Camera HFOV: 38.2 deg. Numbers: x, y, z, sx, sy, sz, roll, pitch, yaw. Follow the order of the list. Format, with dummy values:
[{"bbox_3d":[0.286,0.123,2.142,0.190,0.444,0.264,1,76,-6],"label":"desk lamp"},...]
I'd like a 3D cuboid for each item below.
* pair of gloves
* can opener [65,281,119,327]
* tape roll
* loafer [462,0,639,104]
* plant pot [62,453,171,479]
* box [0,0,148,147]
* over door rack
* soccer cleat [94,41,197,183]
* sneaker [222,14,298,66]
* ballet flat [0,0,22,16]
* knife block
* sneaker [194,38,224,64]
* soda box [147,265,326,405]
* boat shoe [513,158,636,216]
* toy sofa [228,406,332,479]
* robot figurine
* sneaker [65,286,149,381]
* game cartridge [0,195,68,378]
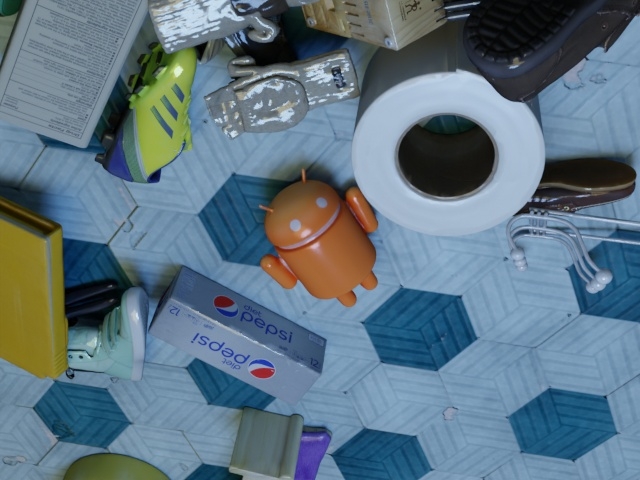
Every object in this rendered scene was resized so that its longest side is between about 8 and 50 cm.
[{"bbox_3d":[-0.078,-0.242,1.148,0.204,0.042,0.240,-23,129,8],"label":"pair of gloves"},{"bbox_3d":[-0.425,0.112,1.590,0.186,0.073,0.059,-24,81,21],"label":"can opener"},{"bbox_3d":[0.168,-0.150,1.221,0.246,0.169,0.246,4,126,6],"label":"tape roll"},{"bbox_3d":[0.311,-0.294,1.062,0.366,0.134,0.130,-37,151,-6],"label":"loafer"},{"bbox_3d":[-0.426,0.596,1.832,0.254,0.239,0.254,5,128,6],"label":"plant pot"},{"bbox_3d":[-0.318,-0.286,1.206,0.148,0.121,0.311,19,128,-24],"label":"box"},{"bbox_3d":[0.422,0.012,1.263,0.324,0.239,0.108,-4,84,12],"label":"over door rack"},{"bbox_3d":[-0.220,-0.177,1.294,0.121,0.093,0.289,21,141,-20],"label":"soccer cleat"},{"bbox_3d":[-0.067,-0.294,1.188,0.130,0.087,0.227,-29,132,16],"label":"sneaker"},{"bbox_3d":[-0.397,-0.396,1.185,0.073,0.080,0.232,43,123,11],"label":"ballet flat"},{"bbox_3d":[0.131,-0.337,1.154,0.275,0.242,0.088,28,144,48],"label":"knife block"},{"bbox_3d":[-0.154,-0.304,1.223,0.053,0.061,0.152,4,126,8],"label":"sneaker"},{"bbox_3d":[-0.136,0.162,1.552,0.286,0.091,0.098,28,125,-13],"label":"soda box"},{"bbox_3d":[0.342,-0.071,1.320,0.207,0.073,0.073,0,129,17],"label":"boat shoe"},{"bbox_3d":[-0.101,0.501,1.766,0.177,0.150,0.362,14,127,-1],"label":"toy sofa"},{"bbox_3d":[-0.001,0.001,1.387,0.158,0.128,0.219,-19,122,29],"label":"robot figurine"},{"bbox_3d":[-0.367,0.161,1.549,0.151,0.094,0.256,6,143,-10],"label":"sneaker"},{"bbox_3d":[-0.538,0.059,1.511,0.285,0.053,0.324,24,131,16],"label":"game cartridge"}]
